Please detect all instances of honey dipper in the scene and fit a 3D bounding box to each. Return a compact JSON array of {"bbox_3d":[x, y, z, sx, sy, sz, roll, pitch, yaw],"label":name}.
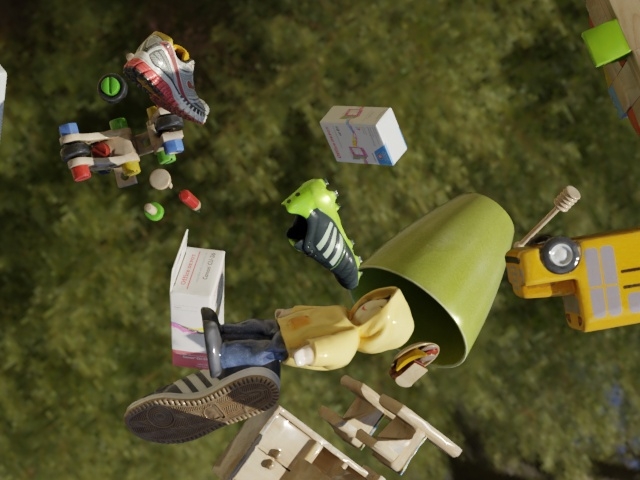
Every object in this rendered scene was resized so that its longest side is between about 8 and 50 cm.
[{"bbox_3d":[0.383,-0.033,2.270,0.160,0.030,0.030,-50,-174,38],"label":"honey dipper"}]

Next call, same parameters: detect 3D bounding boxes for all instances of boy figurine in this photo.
[{"bbox_3d":[-0.015,0.125,1.783,0.285,0.092,0.177,-8,-163,-2],"label":"boy figurine"}]

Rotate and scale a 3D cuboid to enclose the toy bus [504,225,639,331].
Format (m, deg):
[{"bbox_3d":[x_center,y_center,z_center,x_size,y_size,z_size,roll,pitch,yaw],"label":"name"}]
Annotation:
[{"bbox_3d":[0.417,0.037,1.733,0.333,0.130,0.108,-10,-178,-3],"label":"toy bus"}]

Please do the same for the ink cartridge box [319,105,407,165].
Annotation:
[{"bbox_3d":[0.071,-0.176,2.225,0.122,0.088,0.052,7,-134,39],"label":"ink cartridge box"}]

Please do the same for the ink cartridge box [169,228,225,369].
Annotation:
[{"bbox_3d":[-0.192,0.092,2.085,0.067,0.198,0.115,7,-140,4],"label":"ink cartridge box"}]

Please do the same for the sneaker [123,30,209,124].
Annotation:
[{"bbox_3d":[-0.226,-0.255,2.119,0.088,0.225,0.092,26,-99,22],"label":"sneaker"}]

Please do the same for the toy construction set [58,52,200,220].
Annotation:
[{"bbox_3d":[-0.351,-0.164,2.669,0.257,0.309,0.237,-41,169,-1],"label":"toy construction set"}]

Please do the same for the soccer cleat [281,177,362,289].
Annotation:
[{"bbox_3d":[0.000,0.000,1.618,0.072,0.179,0.060,-31,-137,-10],"label":"soccer cleat"}]

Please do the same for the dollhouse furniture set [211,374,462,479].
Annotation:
[{"bbox_3d":[0.027,0.425,2.097,0.362,0.256,0.394,-54,-155,-8],"label":"dollhouse furniture set"}]

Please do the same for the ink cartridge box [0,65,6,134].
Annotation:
[{"bbox_3d":[-0.523,-0.164,1.730,0.208,0.153,0.087,-19,-129,-36],"label":"ink cartridge box"}]

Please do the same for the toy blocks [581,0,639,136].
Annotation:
[{"bbox_3d":[0.450,-0.246,1.808,0.191,0.381,0.261,-22,173,3],"label":"toy blocks"}]

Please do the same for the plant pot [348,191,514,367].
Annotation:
[{"bbox_3d":[0.248,0.052,2.615,0.275,0.275,0.293,-5,-142,54],"label":"plant pot"}]

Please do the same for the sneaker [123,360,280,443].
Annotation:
[{"bbox_3d":[-0.188,0.239,2.215,0.282,0.099,0.153,-18,-149,18],"label":"sneaker"}]

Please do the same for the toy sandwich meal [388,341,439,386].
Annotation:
[{"bbox_3d":[0.139,0.180,1.942,0.086,0.085,0.029,-30,-122,9],"label":"toy sandwich meal"}]
